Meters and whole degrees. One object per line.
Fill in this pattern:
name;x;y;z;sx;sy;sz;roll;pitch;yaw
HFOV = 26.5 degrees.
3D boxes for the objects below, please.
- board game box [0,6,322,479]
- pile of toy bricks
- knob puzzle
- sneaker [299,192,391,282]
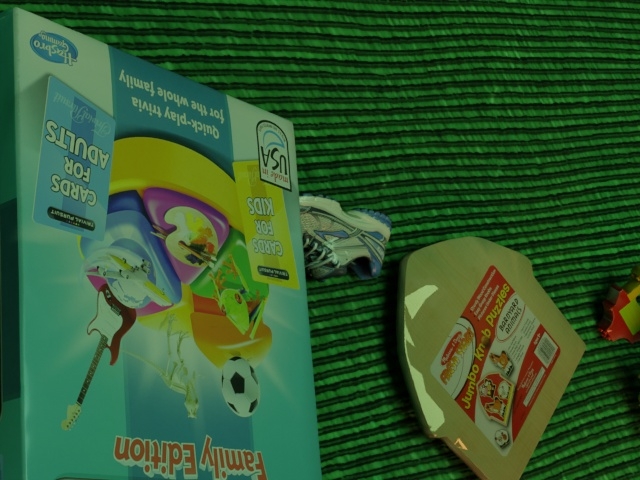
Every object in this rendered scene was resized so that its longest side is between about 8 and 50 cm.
board game box;-0.108;0.060;0.821;0.253;0.079;0.336;17;62;-51
pile of toy bricks;0.328;0.133;1.224;0.105;0.118;0.212;-38;117;-6
knob puzzle;0.121;0.083;1.097;0.213;0.030;0.213;10;74;-38
sneaker;0.000;0.000;1.004;0.135;0.052;0.058;12;76;-37
